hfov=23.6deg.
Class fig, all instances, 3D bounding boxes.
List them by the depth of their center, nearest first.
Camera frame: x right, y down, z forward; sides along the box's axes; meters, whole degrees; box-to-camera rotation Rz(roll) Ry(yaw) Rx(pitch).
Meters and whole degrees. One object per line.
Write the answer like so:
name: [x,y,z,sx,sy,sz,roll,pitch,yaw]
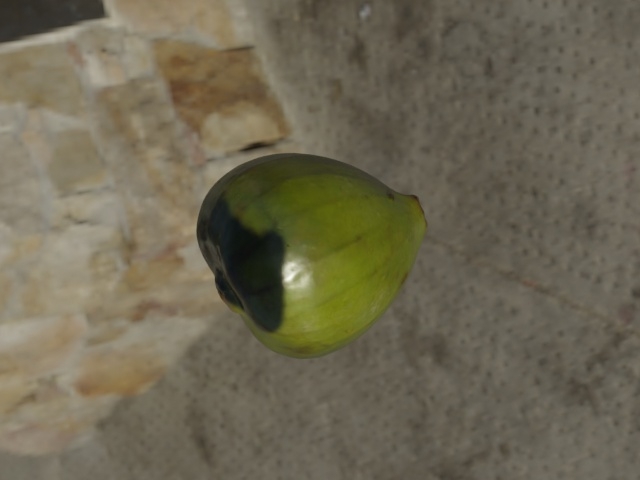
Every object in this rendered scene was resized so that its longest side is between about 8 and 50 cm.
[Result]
fig: [0.000,0.000,1.477,0.203,0.225,0.203,57,163,28]
